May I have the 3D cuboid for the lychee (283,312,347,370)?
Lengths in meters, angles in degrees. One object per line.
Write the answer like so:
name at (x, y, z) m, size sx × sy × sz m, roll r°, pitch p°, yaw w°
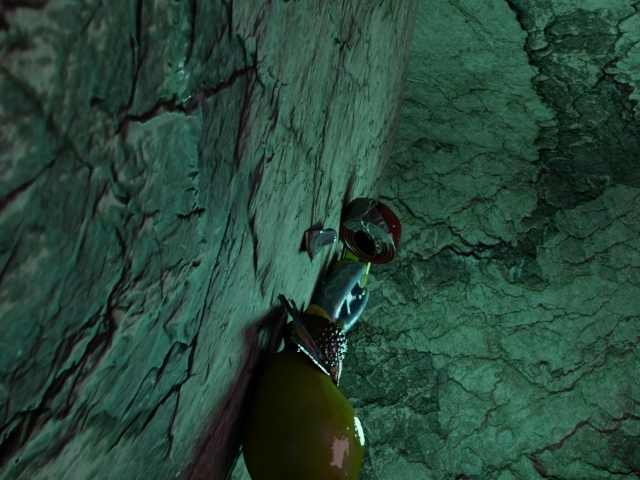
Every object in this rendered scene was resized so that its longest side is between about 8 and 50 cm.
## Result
lychee at (-0.011, 0.266, 1.283) m, size 0.171 × 0.171 × 0.171 m, roll 15°, pitch 90°, yaw -82°

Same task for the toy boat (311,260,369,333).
toy boat at (0.093, 0.219, 1.762) m, size 0.330 × 0.123 × 0.215 m, roll -37°, pitch 131°, yaw -45°

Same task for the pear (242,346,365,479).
pear at (-0.034, 0.415, 1.102) m, size 0.285 × 0.285 × 0.336 m, roll -44°, pitch 140°, yaw -74°

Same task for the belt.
belt at (0.188, -0.035, 1.930) m, size 0.324 × 0.227 × 0.115 m, roll 62°, pitch 40°, yaw -50°

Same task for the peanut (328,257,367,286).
peanut at (0.105, 0.148, 2.020) m, size 0.153 × 0.140 × 0.325 m, roll -36°, pitch 170°, yaw 12°

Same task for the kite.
kite at (-0.032, 0.220, 1.108) m, size 0.234 × 0.016 × 0.321 m, roll 59°, pitch 2°, yaw -8°

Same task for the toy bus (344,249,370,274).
toy bus at (0.178, 0.060, 2.278) m, size 0.128 × 0.150 × 0.262 m, roll -33°, pitch 138°, yaw -80°

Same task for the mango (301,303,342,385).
mango at (-0.009, 0.320, 1.520) m, size 0.154 × 0.126 × 0.252 m, roll -5°, pitch 84°, yaw -46°

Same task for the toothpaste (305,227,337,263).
toothpaste at (0.000, 0.000, 1.352) m, size 0.301 × 0.048 × 0.075 m, roll -29°, pitch 138°, yaw -75°
